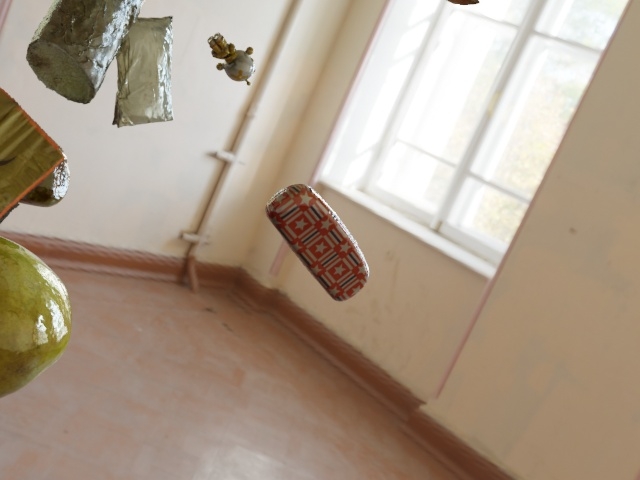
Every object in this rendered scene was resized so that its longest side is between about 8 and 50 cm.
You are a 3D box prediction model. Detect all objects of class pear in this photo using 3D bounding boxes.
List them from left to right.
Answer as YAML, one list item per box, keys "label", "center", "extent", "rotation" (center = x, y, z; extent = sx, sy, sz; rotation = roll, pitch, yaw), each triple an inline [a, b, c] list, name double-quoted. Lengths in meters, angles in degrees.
- label: "pear"
  center: [-0.590, 0.117, 1.369]
  extent: [0.304, 0.304, 0.304]
  rotation: [23, 10, -5]

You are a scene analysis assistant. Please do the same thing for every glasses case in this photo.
- label: "glasses case"
  center: [0.000, 0.000, 1.040]
  extent: [0.194, 0.073, 0.049]
  rotation: [54, 0, -39]

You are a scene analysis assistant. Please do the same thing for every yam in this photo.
- label: "yam"
  center: [-0.438, -0.398, 1.515]
  extent: [0.154, 0.254, 0.154]
  rotation: [25, -12, 6]

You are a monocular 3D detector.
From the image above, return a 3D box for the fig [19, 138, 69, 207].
- label: "fig"
  center: [-0.582, -0.145, 1.622]
  extent: [0.154, 0.144, 0.166]
  rotation: [21, -2, -39]

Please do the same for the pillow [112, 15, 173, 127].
- label: "pillow"
  center: [-0.371, -0.356, 1.706]
  extent: [0.050, 0.229, 0.148]
  rotation: [20, 24, 37]

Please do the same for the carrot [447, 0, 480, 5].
- label: "carrot"
  center: [0.249, -0.520, 1.642]
  extent: [0.205, 0.072, 0.072]
  rotation: [42, 18, 32]

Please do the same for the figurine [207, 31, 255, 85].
- label: "figurine"
  center: [-0.209, -0.440, 1.948]
  extent: [0.101, 0.143, 0.068]
  rotation: [-6, 51, 5]

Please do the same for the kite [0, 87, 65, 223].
- label: "kite"
  center: [-0.434, -0.103, 0.754]
  extent: [0.377, 0.327, 0.013]
  rotation: [1, -6, -22]
